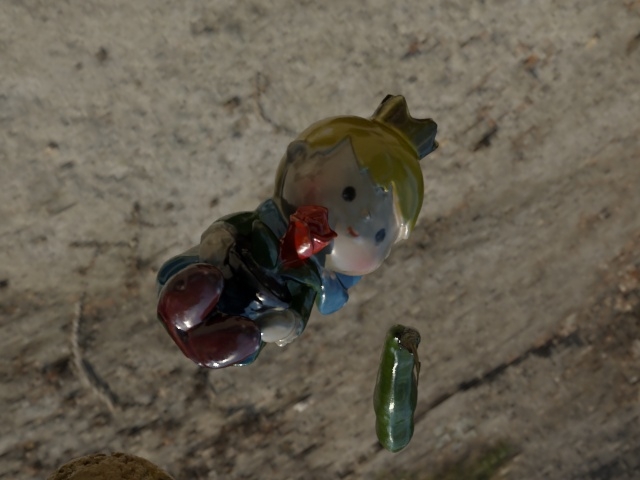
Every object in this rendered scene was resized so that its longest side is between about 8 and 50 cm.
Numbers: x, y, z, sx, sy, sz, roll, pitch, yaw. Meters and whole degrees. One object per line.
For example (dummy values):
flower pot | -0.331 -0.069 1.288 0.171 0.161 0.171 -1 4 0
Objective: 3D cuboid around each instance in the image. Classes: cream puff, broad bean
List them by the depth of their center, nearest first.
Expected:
cream puff | -0.227 0.307 1.186 0.189 0.189 0.129 -19 137 -28
broad bean | 0.092 0.182 1.344 0.056 0.098 0.318 3 154 3

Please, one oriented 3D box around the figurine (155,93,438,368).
figurine | -0.008 -0.012 0.792 0.234 0.127 0.185 -33 177 4
